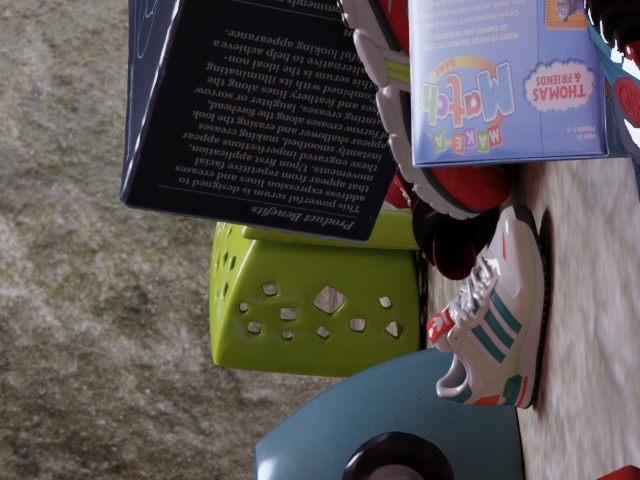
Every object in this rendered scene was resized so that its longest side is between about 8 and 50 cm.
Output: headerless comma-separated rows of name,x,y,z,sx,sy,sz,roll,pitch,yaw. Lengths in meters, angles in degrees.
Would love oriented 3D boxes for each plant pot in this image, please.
plant pot,0.046,0.227,1.423,0.290,0.195,0.290,179,90,-87
plant pot,0.000,0.000,1.927,0.227,0.228,0.207,-95,11,-54

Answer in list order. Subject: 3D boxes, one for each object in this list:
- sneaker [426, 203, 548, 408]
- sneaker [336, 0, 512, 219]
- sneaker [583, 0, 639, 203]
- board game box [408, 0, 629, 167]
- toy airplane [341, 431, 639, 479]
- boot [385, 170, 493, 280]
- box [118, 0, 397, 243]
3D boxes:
sneaker,0.112,0.050,1.216,0.057,0.075,0.161,-97,6,-56
sneaker,0.095,-0.126,1.220,0.107,0.118,0.279,-80,-28,-46
sneaker,0.155,0.000,0.554,0.262,0.104,0.125,-89,-17,-57
board game box,0.106,-0.146,0.940,0.160,0.039,0.211,1,92,55
toy airplane,0.032,0.322,0.907,0.386,0.272,0.384,-58,7,-31
boot,0.091,-0.033,1.497,0.244,0.088,0.176,107,160,-69
box,-0.016,-0.244,1.394,0.293,0.212,0.395,-95,20,-46
